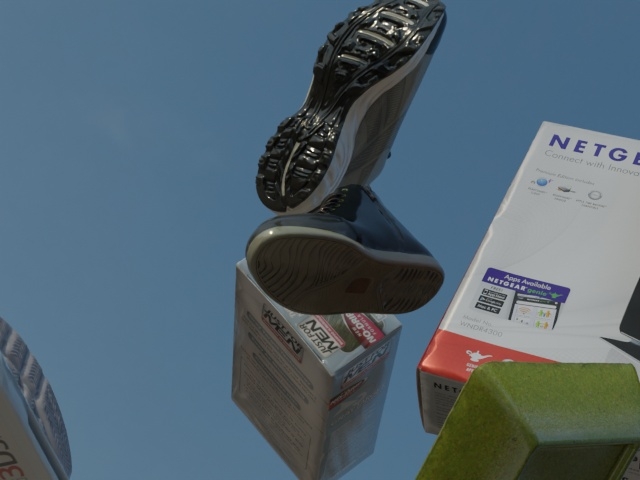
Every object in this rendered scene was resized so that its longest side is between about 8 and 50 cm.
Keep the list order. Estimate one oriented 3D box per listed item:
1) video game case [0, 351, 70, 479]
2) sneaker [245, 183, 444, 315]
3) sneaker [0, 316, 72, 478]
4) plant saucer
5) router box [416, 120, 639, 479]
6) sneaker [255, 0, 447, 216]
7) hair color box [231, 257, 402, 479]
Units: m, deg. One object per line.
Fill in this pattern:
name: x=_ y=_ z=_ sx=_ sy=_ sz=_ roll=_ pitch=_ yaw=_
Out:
video game case: x=-0.249 y=0.135 z=0.857 sx=0.227 sy=0.026 sz=0.206 roll=-11 pitch=-34 yaw=0
sneaker: x=0.000 y=0.000 z=1.455 sx=0.222 sy=0.118 sz=0.083 roll=14 pitch=-59 yaw=-46
sneaker: x=-0.361 y=0.119 z=1.419 sx=0.180 sy=0.124 sz=0.321 roll=-32 pitch=-76 yaw=15
plant saucer: x=0.123 y=0.166 z=1.034 sx=0.045 sy=0.188 sz=0.188 roll=38 pitch=-70 yaw=35
router box: x=0.285 y=0.061 z=1.320 sx=0.335 sy=0.301 sz=0.082 roll=13 pitch=-41 yaw=20
sneaker: x=0.039 y=-0.128 z=1.650 sx=0.100 sy=0.271 sz=0.108 roll=29 pitch=-8 yaw=38
hair color box: x=-0.013 y=0.156 z=2.079 sx=0.185 sy=0.114 sz=0.374 roll=48 pitch=-22 yaw=21
